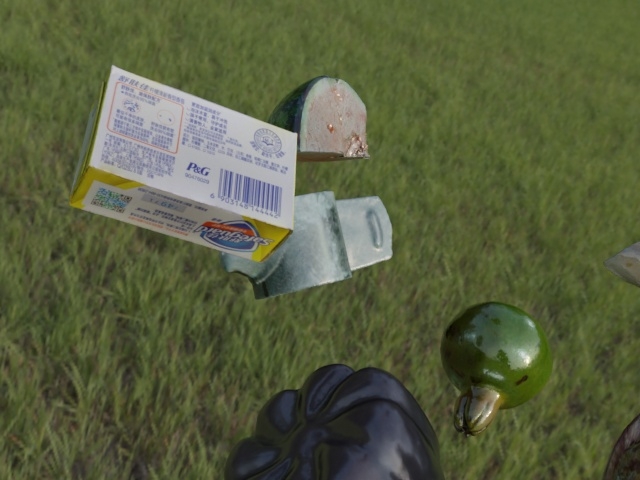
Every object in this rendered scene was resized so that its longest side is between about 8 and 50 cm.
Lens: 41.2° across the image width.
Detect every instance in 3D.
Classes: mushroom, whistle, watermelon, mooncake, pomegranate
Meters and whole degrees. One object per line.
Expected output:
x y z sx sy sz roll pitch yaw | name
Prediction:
0.749 0.059 1.735 0.350 0.128 0.128 11 23 1 | mushroom
-0.016 0.005 1.627 0.188 0.168 0.405 -14 -2 28 | whistle
-0.018 -0.220 1.729 0.180 0.224 0.305 39 22 20 | watermelon
0.010 0.302 1.095 0.154 0.306 0.306 57 11 -22 | mooncake
0.282 0.212 1.508 0.159 0.241 0.190 43 -3 -31 | pomegranate

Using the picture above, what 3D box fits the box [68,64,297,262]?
-0.165 -0.091 1.073 0.265 0.097 0.168 17 53 -24 | box

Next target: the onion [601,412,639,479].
0.420 0.282 0.905 0.219 0.252 0.252 24 23 0 | onion
